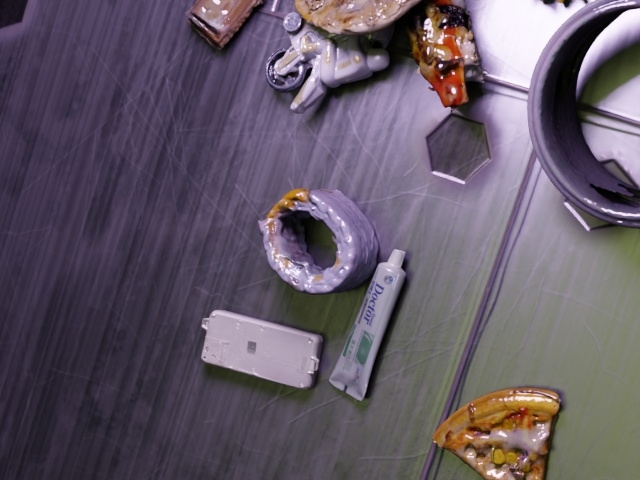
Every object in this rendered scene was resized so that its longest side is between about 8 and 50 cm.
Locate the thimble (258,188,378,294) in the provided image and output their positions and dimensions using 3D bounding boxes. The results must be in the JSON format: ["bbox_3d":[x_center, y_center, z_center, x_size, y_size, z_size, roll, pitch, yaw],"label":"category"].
[{"bbox_3d":[0.000,0.003,1.734,0.127,0.118,0.151,-38,77,17],"label":"thimble"}]

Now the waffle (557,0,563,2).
[{"bbox_3d":[0.308,-0.414,1.647,0.193,0.070,0.197,41,103,19],"label":"waffle"}]

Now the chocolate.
[{"bbox_3d":[-0.079,-0.427,1.808,0.102,0.065,0.329,42,102,19],"label":"chocolate"}]

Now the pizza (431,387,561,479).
[{"bbox_3d":[0.240,0.288,1.672,0.184,0.036,0.176,-11,85,22],"label":"pizza"}]

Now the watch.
[{"bbox_3d":[0.429,-0.144,1.504,0.327,0.314,0.335,-21,92,33],"label":"watch"}]

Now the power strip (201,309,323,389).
[{"bbox_3d":[-0.086,0.157,1.808,0.192,0.035,0.081,12,94,22],"label":"power strip"}]

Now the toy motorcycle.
[{"bbox_3d":[0.028,-0.274,1.755,0.229,0.074,0.151,-46,68,5],"label":"toy motorcycle"}]

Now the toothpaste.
[{"bbox_3d":[0.071,0.114,1.746,0.064,0.041,0.218,27,101,32],"label":"toothpaste"}]

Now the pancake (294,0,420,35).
[{"bbox_3d":[0.076,-0.390,1.691,0.282,0.049,0.282,-17,54,24],"label":"pancake"}]

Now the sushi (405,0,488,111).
[{"bbox_3d":[0.164,-0.266,1.678,0.103,0.097,0.226,-4,63,-11],"label":"sushi"}]
